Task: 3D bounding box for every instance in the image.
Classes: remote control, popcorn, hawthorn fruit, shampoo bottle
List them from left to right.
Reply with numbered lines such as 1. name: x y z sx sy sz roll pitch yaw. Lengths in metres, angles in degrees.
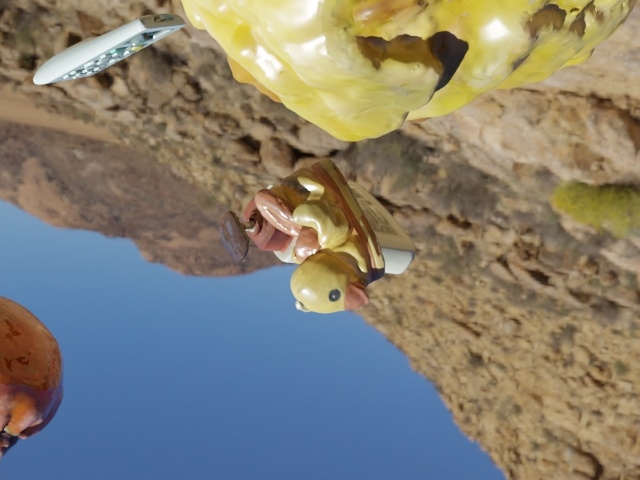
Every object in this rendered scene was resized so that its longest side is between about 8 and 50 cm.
1. hawthorn fruit: -0.557 0.227 1.384 0.284 0.284 0.284 8 -175 -1
2. remote control: -0.358 -0.319 1.406 0.293 0.051 0.103 -12 -170 36
3. shampoo bottle: -0.018 -0.014 1.051 0.284 0.071 0.153 -4 -134 -47
4. popcorn: 0.070 -0.186 0.454 0.265 0.225 0.332 16 136 -33

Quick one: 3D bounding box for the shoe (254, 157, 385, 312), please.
1. shoe: -0.001 -0.001 0.605 0.069 0.109 0.072 -18 179 -9
